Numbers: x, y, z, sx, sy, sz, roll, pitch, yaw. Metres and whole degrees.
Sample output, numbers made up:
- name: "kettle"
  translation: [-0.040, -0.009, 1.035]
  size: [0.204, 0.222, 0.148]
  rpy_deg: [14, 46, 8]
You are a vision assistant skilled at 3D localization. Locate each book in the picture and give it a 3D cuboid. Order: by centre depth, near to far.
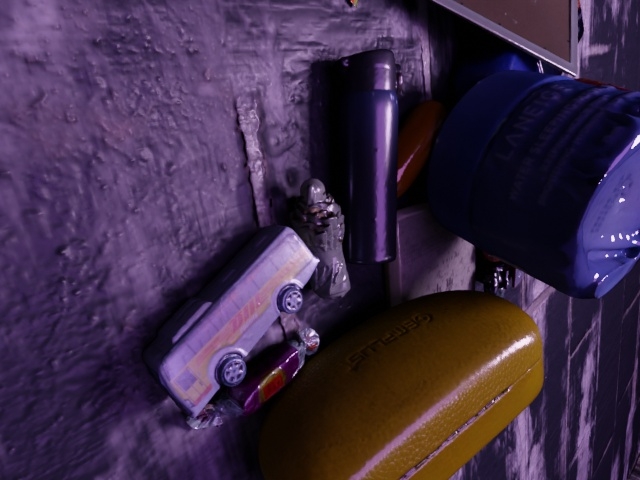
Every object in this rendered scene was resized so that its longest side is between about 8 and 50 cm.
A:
- name: "book"
  translation: [0.194, 0.108, 0.694]
  size: [0.239, 0.035, 0.353]
  rpy_deg: [-18, 108, -42]

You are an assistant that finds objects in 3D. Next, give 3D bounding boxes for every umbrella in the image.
- name: "umbrella"
  translation: [0.000, 0.000, 0.474]
  size: [0.062, 0.067, 0.144]
  rpy_deg: [-14, 116, -11]

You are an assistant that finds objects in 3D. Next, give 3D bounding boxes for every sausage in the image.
- name: "sausage"
  translation: [0.126, -0.129, 0.578]
  size: [0.062, 0.054, 0.183]
  rpy_deg: [40, 69, -9]

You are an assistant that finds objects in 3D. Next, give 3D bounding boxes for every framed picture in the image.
- name: "framed picture"
  translation: [0.269, -0.386, 0.610]
  size: [0.296, 0.019, 0.233]
  rpy_deg: [13, 77, -23]

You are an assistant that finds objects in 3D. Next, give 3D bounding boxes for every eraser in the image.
- name: "eraser"
  translation: [0.347, -0.327, 0.719]
  size: [0.332, 0.101, 0.155]
  rpy_deg: [-55, 128, -23]

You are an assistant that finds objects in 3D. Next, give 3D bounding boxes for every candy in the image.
- name: "candy"
  translation: [-0.061, 0.148, 0.452]
  size: [0.175, 0.043, 0.045]
  rpy_deg: [-32, 127, -36]

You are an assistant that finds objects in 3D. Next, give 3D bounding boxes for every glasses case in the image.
- name: "glasses case"
  translation: [0.096, 0.176, 0.504]
  size: [0.371, 0.173, 0.141]
  rpy_deg: [-25, 110, -25]

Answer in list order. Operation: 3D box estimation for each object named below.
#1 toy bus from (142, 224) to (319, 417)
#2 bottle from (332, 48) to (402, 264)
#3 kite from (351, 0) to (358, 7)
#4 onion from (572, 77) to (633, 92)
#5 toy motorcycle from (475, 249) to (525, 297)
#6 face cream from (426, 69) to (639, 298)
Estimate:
- name: "toy bus"
  translation: [-0.081, 0.068, 0.408]
  size: [0.190, 0.064, 0.075]
  rpy_deg: [-48, 120, -27]
- name: "bottle"
  translation: [0.059, -0.095, 0.504]
  size: [0.082, 0.072, 0.245]
  rpy_deg: [-5, 101, -13]
- name: "kite"
  translation: [0.051, -0.357, 0.498]
  size: [0.189, 0.010, 0.159]
  rpy_deg: [-3, 99, -42]
- name: "onion"
  translation: [0.513, -0.138, 0.797]
  size: [0.282, 0.260, 0.337]
  rpy_deg: [-57, 136, -14]
- name: "toy motorcycle"
  translation: [0.342, 0.021, 0.793]
  size: [0.213, 0.082, 0.123]
  rpy_deg: [-36, 125, -48]
- name: "face cream"
  translation: [0.304, -0.079, 0.549]
  size: [0.248, 0.225, 0.249]
  rpy_deg: [-17, 124, -28]
